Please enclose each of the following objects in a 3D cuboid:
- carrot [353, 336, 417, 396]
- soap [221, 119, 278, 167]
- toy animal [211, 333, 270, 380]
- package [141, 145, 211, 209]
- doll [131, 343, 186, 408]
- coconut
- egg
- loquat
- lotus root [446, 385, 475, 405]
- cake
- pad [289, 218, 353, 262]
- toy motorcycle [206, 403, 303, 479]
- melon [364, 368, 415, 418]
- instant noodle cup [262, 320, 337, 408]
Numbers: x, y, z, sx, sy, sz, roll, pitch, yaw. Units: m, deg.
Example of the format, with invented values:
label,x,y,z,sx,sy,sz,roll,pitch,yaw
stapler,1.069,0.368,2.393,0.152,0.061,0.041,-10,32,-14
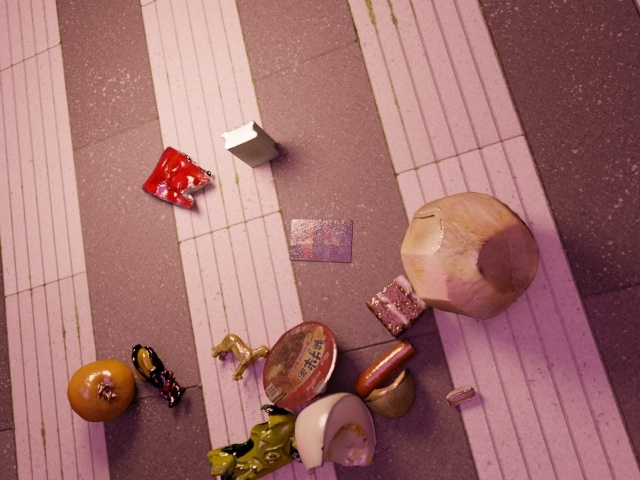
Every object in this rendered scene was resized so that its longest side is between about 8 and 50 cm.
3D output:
label,x,y,z,sx,sy,sz,roll,pitch,yaw
carrot,0.185,0.379,1.427,0.225,0.067,0.067,-43,72,4
soap,-0.227,-0.314,1.596,0.118,0.198,0.067,-19,77,13
toy animal,-0.267,0.356,1.574,0.181,0.073,0.136,35,84,31
package,-0.517,-0.220,1.739,0.269,0.071,0.194,31,76,23
doll,-0.555,0.444,1.629,0.127,0.088,0.249,-44,75,6
coconut,0.387,0.035,1.310,0.352,0.352,0.353,-3,80,16
egg,0.022,0.535,1.371,0.161,0.271,0.207,-10,74,35
loquat,-0.725,0.496,1.610,0.207,0.208,0.208,-3,80,16
lotus root,0.398,0.438,1.372,0.083,0.030,0.038,-27,105,14
cake,0.229,0.192,1.415,0.147,0.134,0.135,-42,72,-3
pad,0.000,0.000,1.579,0.211,0.003,0.143,1,81,17
toy motorcycle,-0.183,0.618,1.460,0.342,0.142,0.206,-27,73,9
melon,0.218,0.454,1.383,0.160,0.079,0.128,-35,98,-5
instant noodle cup,-0.043,0.384,1.454,0.273,0.091,0.274,-23,42,23
